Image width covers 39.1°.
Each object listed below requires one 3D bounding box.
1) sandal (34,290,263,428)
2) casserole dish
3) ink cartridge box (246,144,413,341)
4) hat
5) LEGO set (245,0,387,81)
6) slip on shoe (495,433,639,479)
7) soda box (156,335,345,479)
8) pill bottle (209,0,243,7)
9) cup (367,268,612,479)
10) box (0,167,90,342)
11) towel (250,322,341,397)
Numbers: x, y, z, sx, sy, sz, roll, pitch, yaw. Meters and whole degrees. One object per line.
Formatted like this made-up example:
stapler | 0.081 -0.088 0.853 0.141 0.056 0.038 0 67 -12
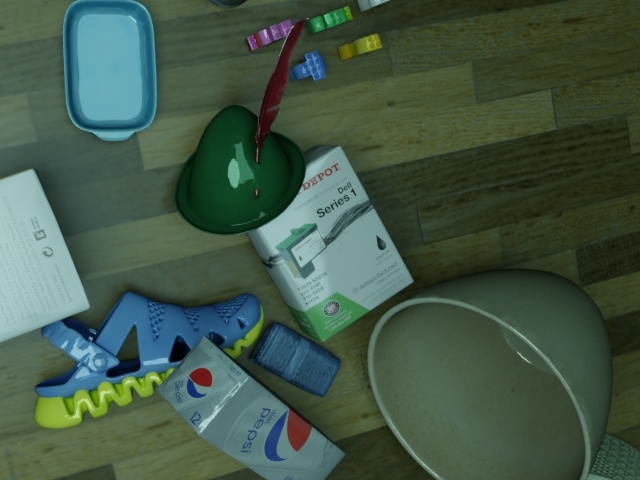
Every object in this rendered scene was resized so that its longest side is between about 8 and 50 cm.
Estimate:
sandal | -0.226 0.126 1.155 0.317 0.126 0.138 -20 96 -17
casserole dish | -0.269 -0.221 1.152 0.114 0.037 0.188 -3 95 -17
ink cartridge box | 0.000 0.000 1.227 0.160 0.092 0.219 -33 104 -13
hat | -0.112 -0.141 1.104 0.173 0.183 0.208 10 55 18
LEGO set | 0.028 -0.275 1.211 0.227 0.093 0.087 -24 102 -15
slip on shoe | 0.390 0.365 1.387 0.331 0.123 0.101 7 125 -23
soda box | -0.080 0.235 1.147 0.091 0.098 0.286 -49 140 -8
pill bottle | -0.107 -0.343 1.139 0.078 0.137 0.078 -2 96 -18
cup | 0.266 0.170 1.238 0.237 0.331 0.331 -34 105 -40
box | -0.460 0.051 1.021 0.345 0.215 0.168 -22 101 -15
towel | -0.034 0.167 1.265 0.119 0.029 0.067 32 85 -17
